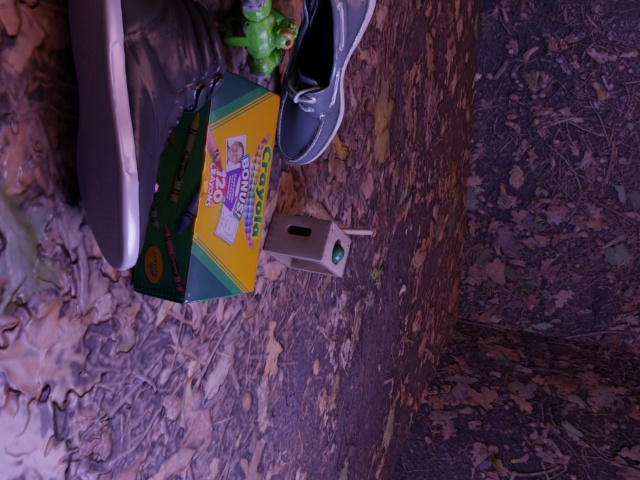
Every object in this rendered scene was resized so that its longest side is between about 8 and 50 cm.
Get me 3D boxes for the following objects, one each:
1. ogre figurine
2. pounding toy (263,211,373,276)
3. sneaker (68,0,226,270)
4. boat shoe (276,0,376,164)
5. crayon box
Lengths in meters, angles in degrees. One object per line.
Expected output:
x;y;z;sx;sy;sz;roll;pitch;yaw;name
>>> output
-0.078;-0.301;0.841;0.197;0.096;0.118;124;-20;-55;ogre figurine
0.000;0.000;1.077;0.130;0.141;0.100;42;60;-64;pounding toy
-0.165;-0.120;0.635;0.146;0.104;0.296;-10;106;-45;sneaker
-0.018;-0.246;0.920;0.099;0.116;0.320;-33;153;-49;boat shoe
-0.140;-0.069;0.790;0.165;0.081;0.279;0;99;-67;crayon box
